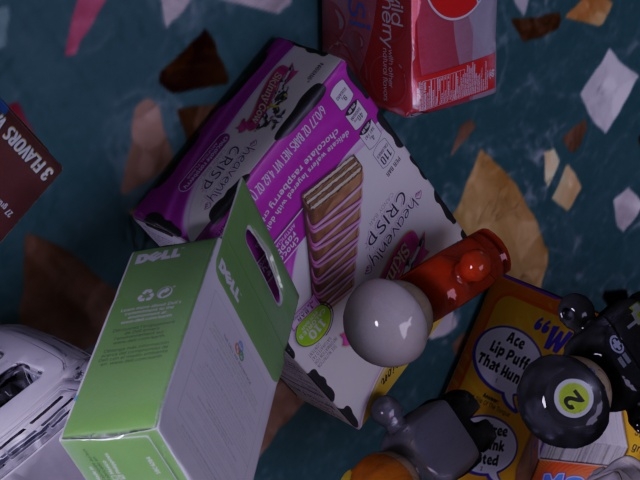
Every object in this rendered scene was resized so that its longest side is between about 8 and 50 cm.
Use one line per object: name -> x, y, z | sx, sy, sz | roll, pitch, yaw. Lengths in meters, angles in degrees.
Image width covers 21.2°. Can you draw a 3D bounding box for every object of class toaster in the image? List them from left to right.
toaster -> -0.195, 0.155, 0.998 | 0.227, 0.129, 0.146 | -39, 126, -27

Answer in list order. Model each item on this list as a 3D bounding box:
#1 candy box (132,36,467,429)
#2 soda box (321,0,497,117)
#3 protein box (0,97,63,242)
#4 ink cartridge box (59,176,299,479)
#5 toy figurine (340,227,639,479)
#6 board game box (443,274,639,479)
candy box -> 0.000, 0.000, 1.157 | 0.159, 0.071, 0.233 | -52, 136, -13
soda box -> 0.057, -0.219, 1.103 | 0.083, 0.092, 0.263 | -21, 120, -38
protein box -> -0.272, -0.025, 0.793 | 0.201, 0.200, 0.136 | -51, 134, -14
ink cartridge box -> -0.075, 0.072, 1.001 | 0.209, 0.062, 0.109 | -75, 148, -46
toy figurine -> 0.118, 0.116, 1.118 | 0.148, 0.213, 0.209 | -31, 135, -47
board game box -> 0.297, 0.280, 1.356 | 0.356, 0.356, 0.356 | 21, 92, -46
